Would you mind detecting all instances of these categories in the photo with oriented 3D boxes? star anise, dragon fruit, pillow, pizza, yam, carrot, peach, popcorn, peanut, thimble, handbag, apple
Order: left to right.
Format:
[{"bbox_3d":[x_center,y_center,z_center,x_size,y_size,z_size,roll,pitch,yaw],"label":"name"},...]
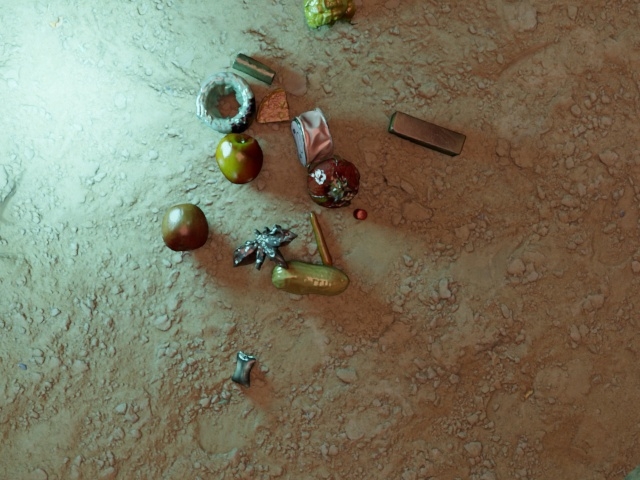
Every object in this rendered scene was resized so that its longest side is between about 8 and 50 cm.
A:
[{"bbox_3d":[-0.525,-0.046,1.860,0.180,0.181,0.169,-11,73,-5],"label":"apple"},{"bbox_3d":[-0.365,-0.518,1.845,0.237,0.150,0.238,0,95,-4],"label":"thimble"},{"bbox_3d":[-0.311,-0.308,1.859,0.197,0.197,0.198,0,95,-6],"label":"peach"},{"bbox_3d":[-0.317,0.533,1.984,0.091,0.055,0.136,17,91,-5],"label":"pillow"},{"bbox_3d":[-0.257,-0.673,1.883,0.169,0.068,0.069,21,92,-8],"label":"yam"},{"bbox_3d":[-0.213,0.021,1.888,0.257,0.110,0.199,2,66,27],"label":"star anise"},{"bbox_3d":[-0.180,-0.515,1.914,0.175,0.046,0.134,-43,96,-1],"label":"pizza"},{"bbox_3d":[-0.040,0.154,1.938,0.318,0.147,0.148,6,94,-12],"label":"peanut"},{"bbox_3d":[-0.036,-0.402,1.876,0.116,0.179,0.205,-18,103,-12],"label":"handbag"},{"bbox_3d":[0.000,0.000,1.980,0.043,0.043,0.248,-18,94,-4],"label":"carrot"},{"bbox_3d":[0.036,-0.894,1.860,0.195,0.168,0.174,-30,85,-40],"label":"popcorn"},{"bbox_3d":[0.067,-0.203,1.874,0.218,0.148,0.224,-18,127,-8],"label":"dragon fruit"}]

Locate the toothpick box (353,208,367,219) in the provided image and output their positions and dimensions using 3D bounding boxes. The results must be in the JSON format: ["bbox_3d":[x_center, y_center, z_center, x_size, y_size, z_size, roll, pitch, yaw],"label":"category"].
[{"bbox_3d":[0.163,-0.106,1.963,0.047,0.083,0.047,-1,96,-7],"label":"toothpick box"}]

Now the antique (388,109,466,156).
[{"bbox_3d":[0.426,-0.432,1.957,0.309,0.093,0.088,17,93,-7],"label":"antique"}]
